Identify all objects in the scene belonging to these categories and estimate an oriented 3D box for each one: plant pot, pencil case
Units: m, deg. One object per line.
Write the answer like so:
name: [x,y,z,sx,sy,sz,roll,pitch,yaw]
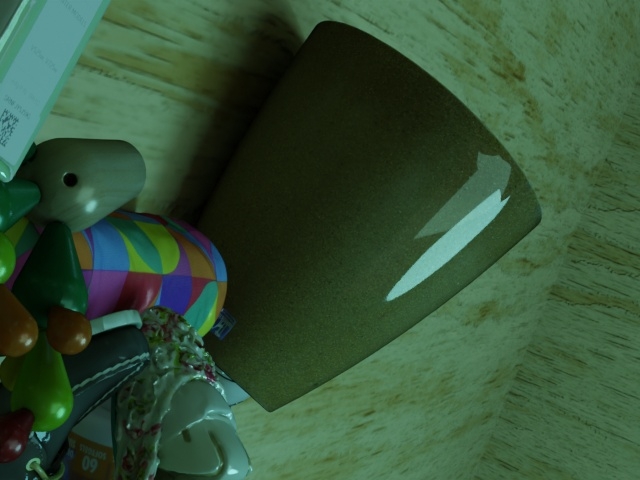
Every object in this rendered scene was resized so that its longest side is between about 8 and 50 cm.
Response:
plant pot: [0.000,0.000,0.959,0.254,0.237,0.237,-47,156,-8]
pencil case: [-0.143,0.028,0.771,0.104,0.104,0.236,-68,158,3]

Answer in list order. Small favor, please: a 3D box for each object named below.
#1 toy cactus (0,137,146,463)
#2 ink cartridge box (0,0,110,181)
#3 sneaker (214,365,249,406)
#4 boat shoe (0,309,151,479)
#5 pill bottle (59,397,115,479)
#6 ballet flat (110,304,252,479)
toy cactus: [-0.156,-0.013,0.602,0.112,0.219,0.180,-33,175,31]
ink cartridge box: [-0.139,-0.161,0.470,0.235,0.171,0.056,-63,160,-10]
sneaker: [-0.032,0.048,1.106,0.235,0.090,0.095,-49,166,-30]
boat shoe: [-0.181,0.120,0.664,0.228,0.068,0.081,-33,165,3]
pill bottle: [-0.149,0.221,0.892,0.121,0.121,0.216,-8,112,-66]
ballet flat: [-0.075,0.154,0.691,0.091,0.077,0.240,21,67,-53]
